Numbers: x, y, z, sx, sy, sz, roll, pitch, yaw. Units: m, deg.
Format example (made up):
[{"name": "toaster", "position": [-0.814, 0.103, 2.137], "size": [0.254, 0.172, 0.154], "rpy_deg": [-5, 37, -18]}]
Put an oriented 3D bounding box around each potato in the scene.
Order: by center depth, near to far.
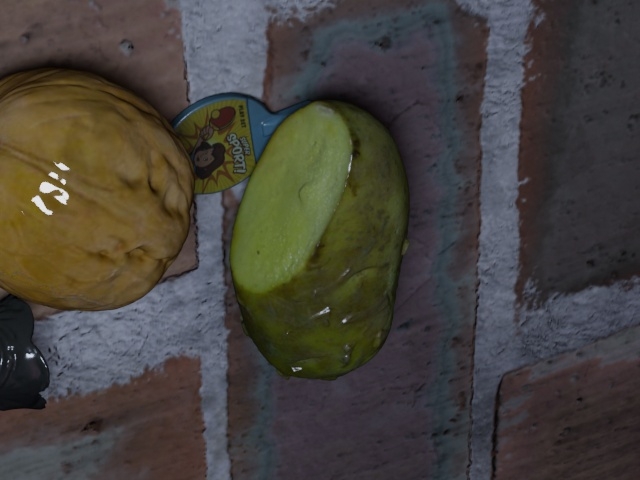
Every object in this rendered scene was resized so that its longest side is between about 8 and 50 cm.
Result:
[{"name": "potato", "position": [0.000, 0.000, 1.776], "size": [0.176, 0.141, 0.298], "rpy_deg": [-27, 131, -40]}]

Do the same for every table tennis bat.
[{"name": "table tennis bat", "position": [-0.076, -0.094, 1.742], "size": [0.155, 0.019, 0.100], "rpy_deg": [-20, 128, -18]}]

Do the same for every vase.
[{"name": "vase", "position": [-0.363, 0.124, 1.645], "size": [0.237, 0.115, 0.115], "rpy_deg": [-14, 127, -21]}]

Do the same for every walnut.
[{"name": "walnut", "position": [-0.206, -0.040, 1.583], "size": [0.195, 0.195, 0.222], "rpy_deg": [-53, 140, 8]}]
